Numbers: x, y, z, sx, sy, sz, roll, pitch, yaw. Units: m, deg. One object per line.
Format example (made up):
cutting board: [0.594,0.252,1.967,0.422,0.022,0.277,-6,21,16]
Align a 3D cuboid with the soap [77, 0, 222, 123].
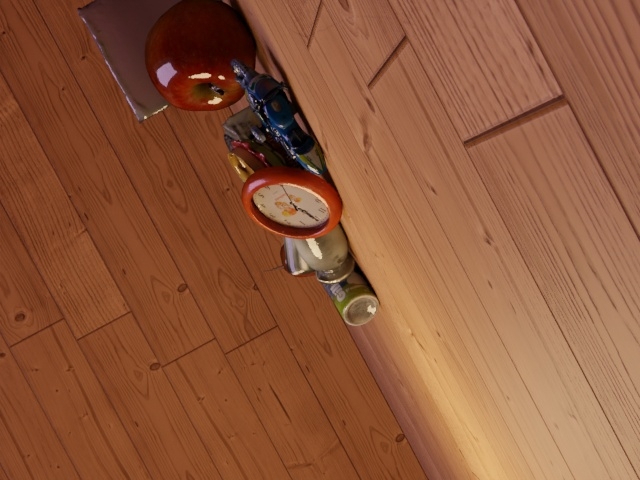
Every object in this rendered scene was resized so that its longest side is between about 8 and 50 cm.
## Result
soap: [-0.342,-0.450,2.014,0.285,0.296,0.107,65,178,-14]

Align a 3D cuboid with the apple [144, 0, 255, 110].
apple: [-0.240,-0.375,1.805,0.230,0.230,0.230,61,176,8]

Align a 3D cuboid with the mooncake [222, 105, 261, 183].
mooncake: [-0.166,-0.216,2.471,0.254,0.136,0.250,61,179,20]

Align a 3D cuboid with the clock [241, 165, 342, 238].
clock: [-0.057,-0.075,1.801,0.205,0.205,0.051,67,-149,-49]

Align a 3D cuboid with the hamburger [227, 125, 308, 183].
hamburger: [-0.100,-0.171,1.896,0.175,0.137,0.175,41,164,14]

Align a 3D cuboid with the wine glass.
wine glass: [0.000,0.000,2.011,0.204,0.111,0.111,62,176,-38]

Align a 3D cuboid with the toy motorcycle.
toy motorcycle: [-0.077,-0.228,1.662,0.254,0.092,0.135,54,169,-19]

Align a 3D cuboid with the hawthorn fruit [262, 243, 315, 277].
hawthorn fruit: [-0.042,0.047,2.469,0.149,0.189,0.149,33,-177,-2]

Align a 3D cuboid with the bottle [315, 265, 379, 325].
bottle: [0.033,0.067,2.167,0.330,0.093,0.093,57,174,48]

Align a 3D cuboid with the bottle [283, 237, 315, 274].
bottle: [-0.048,-0.049,2.104,0.096,0.079,0.254,4,103,47]
